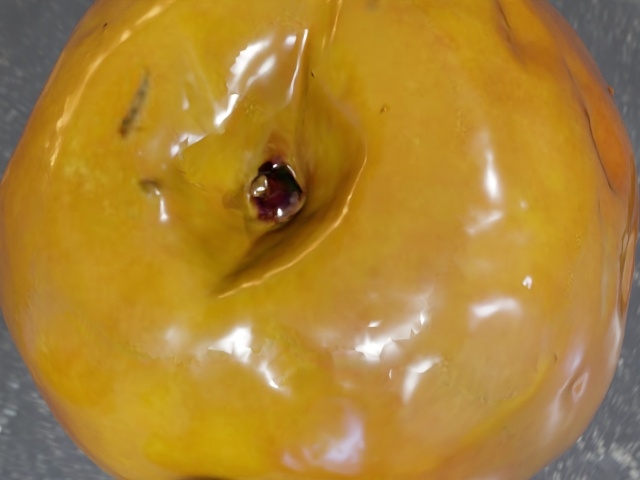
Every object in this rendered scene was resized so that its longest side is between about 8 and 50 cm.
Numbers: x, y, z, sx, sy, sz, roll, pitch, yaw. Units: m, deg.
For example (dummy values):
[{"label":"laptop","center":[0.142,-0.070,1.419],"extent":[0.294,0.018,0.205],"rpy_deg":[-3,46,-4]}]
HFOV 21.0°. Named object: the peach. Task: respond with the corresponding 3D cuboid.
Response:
[{"label":"peach","center":[0.000,0.000,0.928],"extent":[0.342,0.301,0.343],"rpy_deg":[-2,81,13]}]
